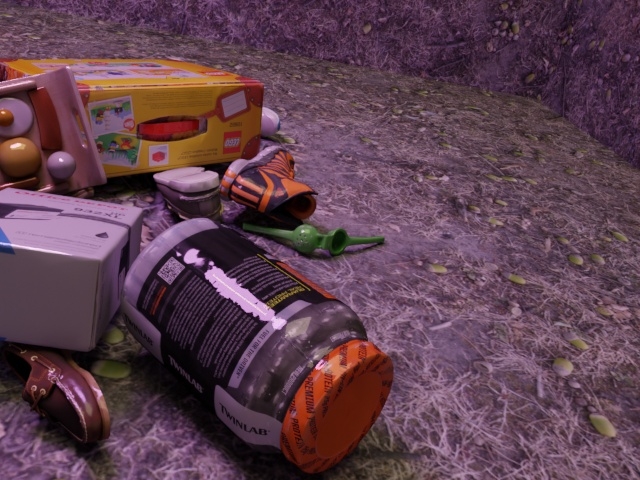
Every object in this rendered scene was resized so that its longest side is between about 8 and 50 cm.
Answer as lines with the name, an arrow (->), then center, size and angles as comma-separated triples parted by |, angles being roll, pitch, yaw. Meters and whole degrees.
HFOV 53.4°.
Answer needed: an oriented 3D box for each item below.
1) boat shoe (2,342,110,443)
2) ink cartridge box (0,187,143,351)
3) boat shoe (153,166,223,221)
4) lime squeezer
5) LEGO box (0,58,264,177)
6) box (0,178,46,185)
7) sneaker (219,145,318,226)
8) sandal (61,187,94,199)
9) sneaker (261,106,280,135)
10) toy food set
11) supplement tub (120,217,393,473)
boat shoe -> -0.322, 0.180, 0.767 | 0.073, 0.073, 0.207 | -6, 24, -41
ink cartridge box -> -0.391, 0.025, 0.901 | 0.223, 0.129, 0.307 | 9, 13, -8
boat shoe -> -0.270, -0.096, 1.301 | 0.109, 0.091, 0.305 | -15, 16, -20
lime squeezer -> 0.000, 0.000, 1.303 | 0.310, 0.059, 0.110 | 5, -5, -14
LEGO box -> -0.443, -0.301, 1.486 | 0.500, 0.193, 0.372 | -15, 30, -43
box -> -0.599, -0.110, 1.216 | 0.126, 0.072, 0.137 | -4, 30, -31
sneaker -> -0.083, -0.109, 1.401 | 0.180, 0.125, 0.321 | 28, 24, 8
sandal -> -0.487, -0.054, 1.179 | 0.072, 0.049, 0.180 | -6, 16, 28
sneaker -> -0.225, -0.345, 1.846 | 0.228, 0.088, 0.092 | 14, 32, 19
toy food set -> -0.552, -0.160, 1.097 | 0.306, 0.220, 0.092 | -21, 16, -28
supplement tub -> -0.085, 0.126, 0.820 | 0.338, 0.207, 0.207 | 32, 32, 35
